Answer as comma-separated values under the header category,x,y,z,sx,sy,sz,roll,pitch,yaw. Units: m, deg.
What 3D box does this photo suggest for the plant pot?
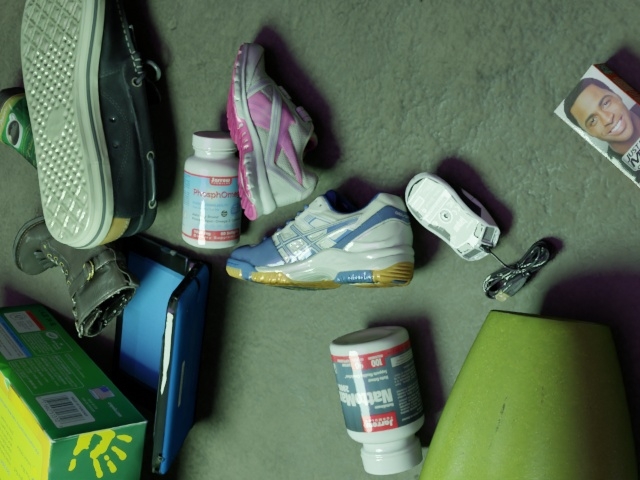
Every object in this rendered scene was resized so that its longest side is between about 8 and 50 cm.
category,x,y,z,sx,sy,sz,roll,pitch,yaw
plant pot,0.246,0.233,1.096,0.275,0.275,0.293,7,89,33

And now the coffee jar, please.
category,x,y,z,sx,sy,sz,roll,pitch,yaw
coffee jar,-0.467,-0.175,1.586,0.184,0.079,0.096,37,122,22

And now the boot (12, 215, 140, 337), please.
category,x,y,z,sx,sy,sz,roll,pitch,yaw
boot,-0.399,0.054,1.542,0.263,0.091,0.229,-39,58,32

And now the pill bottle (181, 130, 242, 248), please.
category,x,y,z,sx,sy,sz,roll,pitch,yaw
pill bottle,-0.155,-0.075,1.388,0.087,0.087,0.160,14,109,32

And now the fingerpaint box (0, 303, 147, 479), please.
category,x,y,z,sx,sy,sz,roll,pitch,yaw
fingerpaint box,-0.463,0.364,1.580,0.445,0.163,0.371,31,118,48

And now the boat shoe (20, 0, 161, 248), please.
category,x,y,z,sx,sy,sz,roll,pitch,yaw
boat shoe,-0.337,-0.235,1.445,0.187,0.156,0.500,-13,82,41

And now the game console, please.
category,x,y,z,sx,sy,sz,roll,pitch,yaw
game console,-0.273,0.167,1.481,0.173,0.250,0.293,9,108,5

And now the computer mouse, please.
category,x,y,z,sx,sy,sz,roll,pitch,yaw
computer mouse,0.190,-0.016,1.193,0.193,0.042,0.106,45,126,12

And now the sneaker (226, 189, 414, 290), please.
category,x,y,z,sx,sy,sz,roll,pitch,yaw
sneaker,0.000,0.000,1.305,0.297,0.112,0.130,-4,81,34

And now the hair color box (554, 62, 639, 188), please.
category,x,y,z,sx,sy,sz,roll,pitch,yaw
hair color box,0.338,-0.125,1.062,0.141,0.043,0.072,46,123,18

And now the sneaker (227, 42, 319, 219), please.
category,x,y,z,sx,sy,sz,roll,pitch,yaw
sneaker,-0.064,-0.153,1.309,0.103,0.111,0.252,124,139,-72

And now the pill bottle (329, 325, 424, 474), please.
category,x,y,z,sx,sy,sz,roll,pitch,yaw
pill bottle,0.081,0.213,1.278,0.108,0.108,0.180,-9,96,36
